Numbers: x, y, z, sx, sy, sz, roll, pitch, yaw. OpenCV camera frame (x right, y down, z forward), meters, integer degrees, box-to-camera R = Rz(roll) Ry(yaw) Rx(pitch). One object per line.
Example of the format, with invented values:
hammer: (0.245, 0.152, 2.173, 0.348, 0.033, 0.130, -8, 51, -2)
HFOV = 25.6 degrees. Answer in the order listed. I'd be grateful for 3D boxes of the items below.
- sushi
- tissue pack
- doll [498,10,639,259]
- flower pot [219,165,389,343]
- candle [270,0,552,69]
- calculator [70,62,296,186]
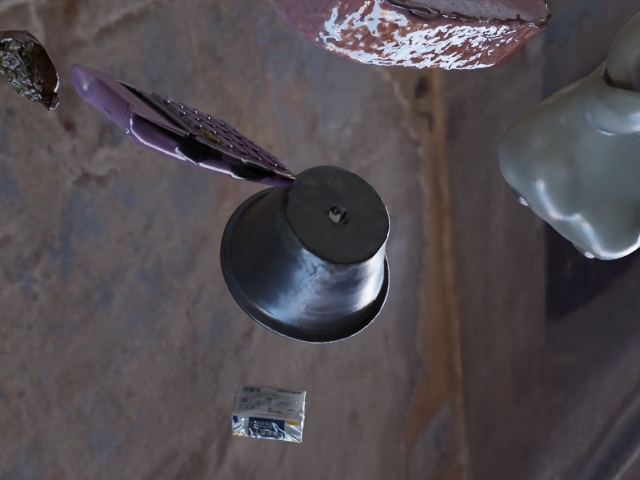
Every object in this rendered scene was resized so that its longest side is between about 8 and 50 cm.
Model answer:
sushi: (-0.379, -0.222, 1.800, 0.052, 0.120, 0.055, 5, -137, 33)
tissue pack: (-0.060, 0.200, 1.634, 0.083, 0.042, 0.062, 5, -147, 1)
doll: (0.374, -0.133, 1.668, 0.215, 0.370, 0.226, 44, -141, -2)
flower pot: (0.000, 0.000, 1.814, 0.235, 0.148, 0.235, 8, -119, -15)
candle: (0.096, -0.285, 1.432, 0.287, 0.131, 0.317, 34, -131, -9)
calculator: (-0.156, -0.128, 1.686, 0.294, 0.043, 0.194, 18, -166, -46)
